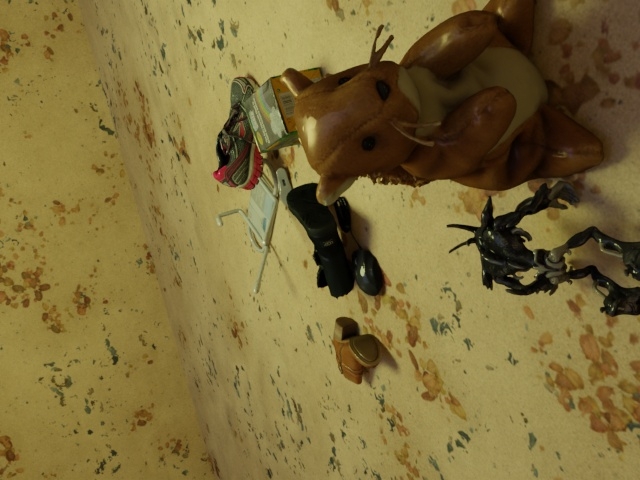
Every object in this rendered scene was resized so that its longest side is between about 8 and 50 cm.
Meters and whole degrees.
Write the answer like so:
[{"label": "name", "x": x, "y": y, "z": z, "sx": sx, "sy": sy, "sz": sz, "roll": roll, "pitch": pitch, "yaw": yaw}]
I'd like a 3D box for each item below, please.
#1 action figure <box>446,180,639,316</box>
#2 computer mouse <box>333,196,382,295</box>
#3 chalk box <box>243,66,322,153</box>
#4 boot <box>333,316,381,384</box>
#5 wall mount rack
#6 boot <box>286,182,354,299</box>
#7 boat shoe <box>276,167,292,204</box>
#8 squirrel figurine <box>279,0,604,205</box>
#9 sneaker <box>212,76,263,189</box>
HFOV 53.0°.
[{"label": "action figure", "x": 0.324, "y": 0.012, "z": 0.908, "sx": 0.275, "sy": 0.141, "sz": 0.164, "roll": 19, "pitch": 126, "yaw": 38}, {"label": "computer mouse", "x": 0.075, "y": 0.014, "z": 1.454, "sx": 0.242, "sy": 0.041, "sz": 0.071, "roll": 67, "pitch": 153, "yaw": 10}, {"label": "chalk box", "x": -0.081, "y": -0.286, "z": 1.461, "sx": 0.213, "sy": 0.132, "sz": 0.132, "roll": -14, "pitch": 95, "yaw": 63}, {"label": "boot", "x": 0.092, "y": 0.293, "z": 1.564, "sx": 0.197, "sy": 0.072, "sz": 0.152, "roll": -131, "pitch": 35, "yaw": -57}, {"label": "wall mount rack", "x": -0.186, "y": -0.044, "z": 1.794, "sx": 0.304, "sy": 0.130, "sz": 0.350, "roll": 53, "pitch": 148, "yaw": 30}, {"label": "boot", "x": 0.000, "y": 0.000, "z": 1.516, "sx": 0.246, "sy": 0.094, "sz": 0.207, "roll": -119, "pitch": 11, "yaw": -56}, {"label": "boat shoe", "x": -0.095, "y": -0.143, "z": 1.680, "sx": 0.035, "sy": 0.035, "sz": 0.100, "roll": -107, "pitch": 2, "yaw": -75}, {"label": "squirrel figurine", "x": 0.113, "y": -0.162, "z": 0.926, "sx": 0.397, "sy": 0.370, "sz": 0.281, "roll": -16, "pitch": 92, "yaw": 62}, {"label": "sneaker", "x": -0.212, "y": -0.284, "z": 1.659, "sx": 0.121, "sy": 0.112, "sz": 0.299, "roll": -18, "pitch": 70, "yaw": 54}]
